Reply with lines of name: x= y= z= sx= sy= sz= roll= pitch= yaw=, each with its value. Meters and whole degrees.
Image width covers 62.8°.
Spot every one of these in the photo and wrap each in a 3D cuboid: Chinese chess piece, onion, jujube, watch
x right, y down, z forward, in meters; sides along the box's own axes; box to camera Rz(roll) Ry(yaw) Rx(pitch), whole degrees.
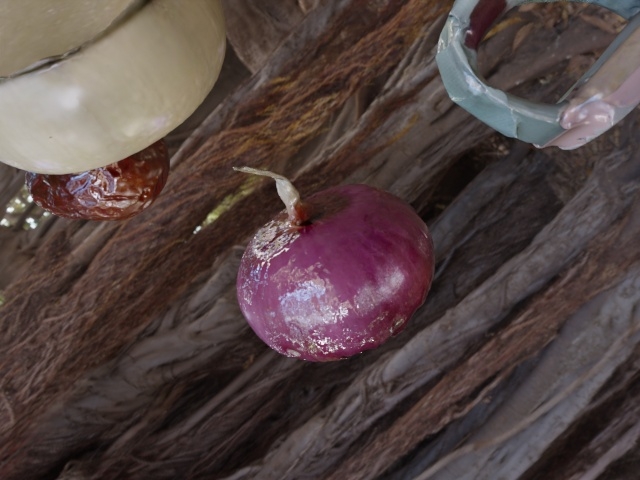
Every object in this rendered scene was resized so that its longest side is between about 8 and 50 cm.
Chinese chess piece: x=-0.279 y=-0.234 z=0.606 sx=0.338 sy=0.338 sz=0.140 roll=49 pitch=169 yaw=36
onion: x=0.026 y=0.026 z=0.924 sx=0.358 sy=0.358 sz=0.345 roll=-126 pitch=34 yaw=-56
jujube: x=-0.375 y=-0.119 z=0.874 sx=0.190 sy=0.255 sz=0.190 roll=23 pitch=-118 yaw=-52
watch: x=0.275 y=-0.242 z=0.634 sx=0.241 sy=0.253 sz=0.162 roll=44 pitch=176 yaw=7
